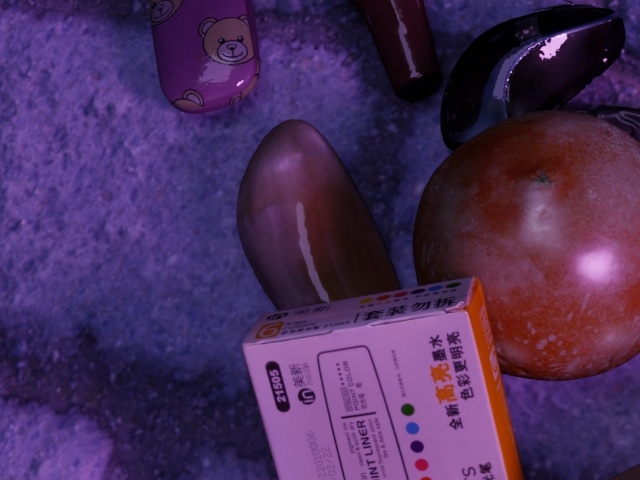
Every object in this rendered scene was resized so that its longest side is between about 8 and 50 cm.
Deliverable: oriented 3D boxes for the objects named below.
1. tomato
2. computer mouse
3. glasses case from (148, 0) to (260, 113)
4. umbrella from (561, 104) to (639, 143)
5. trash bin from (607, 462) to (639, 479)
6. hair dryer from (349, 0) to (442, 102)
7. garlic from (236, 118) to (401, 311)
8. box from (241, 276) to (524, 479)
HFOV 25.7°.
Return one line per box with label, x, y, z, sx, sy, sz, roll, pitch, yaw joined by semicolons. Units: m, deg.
tomato;0.218;-0.004;1.356;0.270;0.222;0.270;-6;65;14
computer mouse;0.216;-0.186;1.502;0.233;0.096;0.137;-41;27;-11
glasses case;-0.147;-0.293;1.717;0.123;0.076;0.316;-16;59;10
umbrella;0.347;-0.105;1.462;0.235;0.059;0.066;12;109;27
trash bin;0.345;0.229;1.189;0.247;0.243;0.121;-28;90;6
hair dryer;0.178;-0.347;1.640;0.340;0.123;0.312;-20;69;-4
garlic;-0.009;0.003;1.510;0.143;0.112;0.318;-27;69;0
box;0.068;0.184;1.292;0.221;0.274;0.091;-12;17;16
